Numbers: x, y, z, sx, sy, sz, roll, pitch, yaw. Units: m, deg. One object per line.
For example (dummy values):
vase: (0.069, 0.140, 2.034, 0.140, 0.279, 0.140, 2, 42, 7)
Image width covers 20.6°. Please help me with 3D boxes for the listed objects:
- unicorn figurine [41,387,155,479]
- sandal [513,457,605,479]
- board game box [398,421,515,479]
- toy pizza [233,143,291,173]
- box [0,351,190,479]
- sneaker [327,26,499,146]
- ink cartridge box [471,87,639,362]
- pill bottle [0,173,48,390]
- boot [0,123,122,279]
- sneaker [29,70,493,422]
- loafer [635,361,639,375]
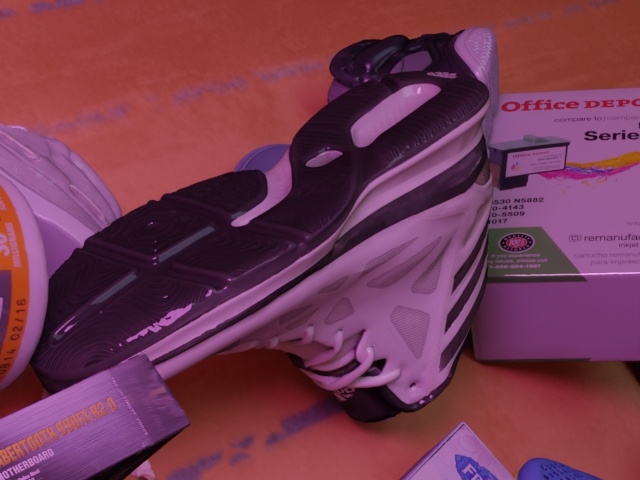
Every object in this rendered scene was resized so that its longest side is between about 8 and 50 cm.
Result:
unicorn figurine: (-0.174, 0.156, 1.226, 0.111, 0.060, 0.162, 38, 42, 9)
sandal: (0.313, 0.255, 1.507, 0.317, 0.138, 0.126, 23, 34, -8)
board game box: (0.128, 0.336, 1.338, 0.318, 0.066, 0.318, 49, 37, 6)
toy pizza: (0.000, 0.000, 1.567, 0.201, 0.032, 0.201, 24, 42, -24)
box: (-0.209, 0.168, 1.043, 0.056, 0.231, 0.183, 55, 38, 8)
sneaker: (0.075, -0.105, 1.648, 0.153, 0.101, 0.268, 4, 42, 16)
ink cartridge box: (0.249, -0.020, 1.670, 0.201, 0.117, 0.278, -1, 41, 11)
pill bottle: (-0.327, 0.029, 1.123, 0.278, 0.162, 0.162, -1, 56, -44)
boot: (-0.268, -0.055, 1.337, 0.258, 0.095, 0.123, 38, 22, -11)
sneaker: (-0.009, 0.068, 1.346, 0.447, 0.169, 0.257, -32, 123, -35)
loafer: (0.344, 0.079, 1.770, 0.267, 0.096, 0.084, 51, 31, 12)
